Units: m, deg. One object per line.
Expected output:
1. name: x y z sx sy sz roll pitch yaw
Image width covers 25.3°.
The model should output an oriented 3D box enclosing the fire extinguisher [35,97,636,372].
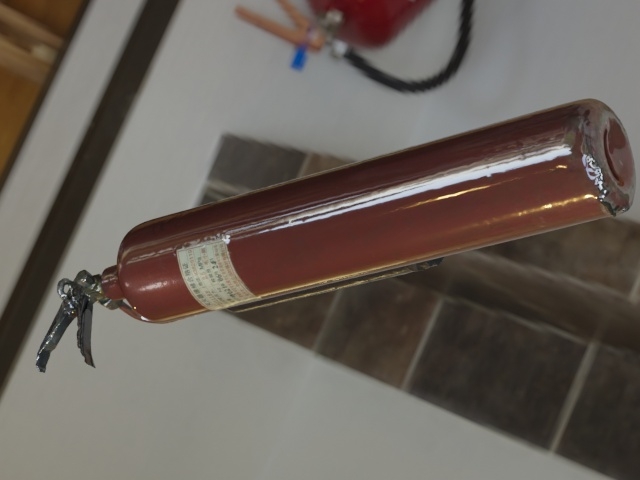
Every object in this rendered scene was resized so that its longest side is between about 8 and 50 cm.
1. fire extinguisher: 0.000 0.000 0.376 0.173 0.035 0.049 -14 -176 30
